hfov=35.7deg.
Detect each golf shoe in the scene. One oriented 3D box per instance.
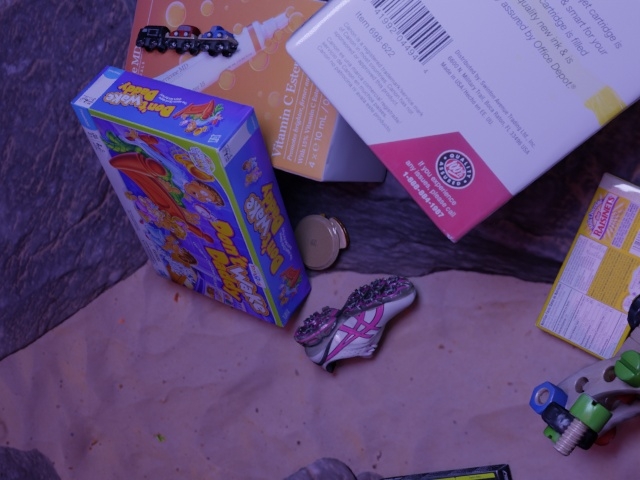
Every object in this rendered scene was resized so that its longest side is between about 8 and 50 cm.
[{"bbox_3d":[0.058,0.112,1.336,0.186,0.067,0.086,-30,106,26],"label":"golf shoe"}]

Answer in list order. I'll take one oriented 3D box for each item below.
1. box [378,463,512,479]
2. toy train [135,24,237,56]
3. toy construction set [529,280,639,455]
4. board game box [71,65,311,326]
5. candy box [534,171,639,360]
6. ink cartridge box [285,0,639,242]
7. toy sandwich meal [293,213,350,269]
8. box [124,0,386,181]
[{"bbox_3d":[0.172,0.393,1.290,0.191,0.045,0.184,-16,82,31],"label":"box"},{"bbox_3d":[-0.171,-0.257,1.268,0.158,0.027,0.036,10,86,30],"label":"toy train"},{"bbox_3d":[0.408,0.177,1.056,0.309,0.257,0.237,35,93,-3],"label":"toy construction set"},{"bbox_3d":[-0.160,-0.052,1.312,0.233,0.078,0.347,19,147,28],"label":"board game box"},{"bbox_3d":[0.343,0.034,1.175,0.105,0.027,0.206,29,107,26],"label":"candy box"},{"bbox_3d":[0.200,-0.233,1.050,0.385,0.160,0.279,-38,101,14],"label":"ink cartridge box"},{"bbox_3d":[0.000,0.000,1.377,0.086,0.029,0.085,5,99,33],"label":"toy sandwich meal"},{"bbox_3d":[-0.075,-0.222,1.326,0.345,0.168,0.215,18,102,29],"label":"box"}]
